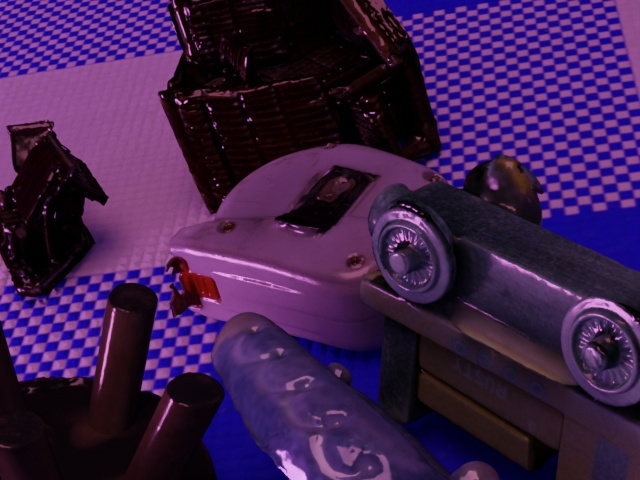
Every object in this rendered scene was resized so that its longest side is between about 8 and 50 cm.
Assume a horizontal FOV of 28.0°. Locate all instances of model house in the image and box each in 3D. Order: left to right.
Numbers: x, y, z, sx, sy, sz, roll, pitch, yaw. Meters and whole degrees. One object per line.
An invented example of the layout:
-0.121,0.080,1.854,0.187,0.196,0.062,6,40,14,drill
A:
-0.345,-0.057,1.553,0.141,0.164,0.203,-24,37,-19,model house
-0.060,-0.206,1.552,0.282,0.317,0.297,-28,27,-22,model house

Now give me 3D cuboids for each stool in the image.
-0.218,0.177,1.158,0.272,0.178,0.272,7,31,-4,stool

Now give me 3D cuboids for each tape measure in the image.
0.000,0.000,1.398,0.258,0.130,0.265,10,45,32,tape measure

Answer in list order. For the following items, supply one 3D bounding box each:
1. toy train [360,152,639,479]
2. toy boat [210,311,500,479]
0.192,0.093,1.114,0.160,0.253,0.397,-25,39,-37,toy train
0.042,0.169,1.097,0.123,0.215,0.330,-44,39,1,toy boat
